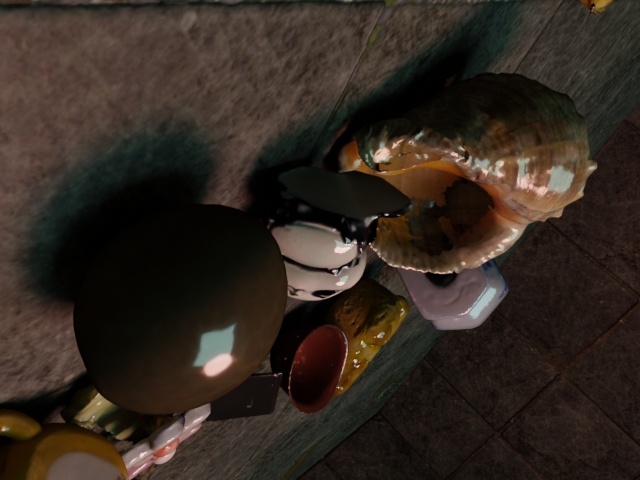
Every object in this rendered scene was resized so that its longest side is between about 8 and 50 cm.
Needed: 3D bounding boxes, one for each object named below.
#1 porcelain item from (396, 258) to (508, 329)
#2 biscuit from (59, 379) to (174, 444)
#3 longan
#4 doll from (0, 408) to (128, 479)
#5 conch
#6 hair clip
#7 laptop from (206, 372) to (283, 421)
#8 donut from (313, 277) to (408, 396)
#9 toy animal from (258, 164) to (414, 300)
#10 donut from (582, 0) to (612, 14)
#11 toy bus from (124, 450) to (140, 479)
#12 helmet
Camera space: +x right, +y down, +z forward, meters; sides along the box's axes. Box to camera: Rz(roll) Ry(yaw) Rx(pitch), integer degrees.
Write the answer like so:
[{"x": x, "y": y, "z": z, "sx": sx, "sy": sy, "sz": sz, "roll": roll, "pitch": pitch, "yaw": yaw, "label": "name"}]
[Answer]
[{"x": 0.283, "y": 0.068, "z": 1.399, "sx": 0.178, "sy": 0.242, "sz": 0.405, "roll": -30, "pitch": 167, "yaw": 15, "label": "porcelain item"}, {"x": -0.230, "y": 0.197, "z": 0.903, "sx": 0.187, "sy": 0.036, "sz": 0.273, "roll": -39, "pitch": 160, "yaw": -15, "label": "biscuit"}, {"x": -0.130, "y": 0.062, "z": 0.609, "sx": 0.212, "sy": 0.198, "sz": 0.198, "roll": -36, "pitch": 166, "yaw": 25, "label": "longan"}, {"x": -0.335, "y": 0.318, "z": 0.741, "sx": 0.269, "sy": 0.162, "sz": 0.167, "roll": -55, "pitch": 166, "yaw": 23, "label": "doll"}, {"x": 0.182, "y": -0.101, "z": 0.913, "sx": 0.210, "sy": 0.352, "sz": 0.297, "roll": -97, "pitch": -157, "yaw": -55, "label": "conch"}, {"x": -0.225, "y": 0.273, "z": 0.916, "sx": 0.146, "sy": 0.075, "sz": 0.257, "roll": -39, "pitch": 165, "yaw": -29, "label": "hair clip"}, {"x": -0.141, "y": 0.283, "z": 1.188, "sx": 0.135, "sy": 0.016, "sz": 0.197, "roll": -3, "pitch": 147, "yaw": -10, "label": "laptop"}, {"x": 0.067, "y": 0.193, "z": 1.352, "sx": 0.261, "sy": 0.128, "sz": 0.208, "roll": -56, "pitch": 167, "yaw": 27, "label": "donut"}, {"x": 0.000, "y": 0.000, "z": 0.788, "sx": 0.138, "sy": 0.166, "sz": 0.179, "roll": -71, "pitch": -176, "yaw": -45, "label": "toy animal"}, {"x": 0.428, "y": -0.411, "z": 0.960, "sx": 0.146, "sy": 0.078, "sz": 0.181, "roll": -45, "pitch": 167, "yaw": 1, "label": "donut"}, {"x": -0.342, "y": 0.445, "z": 1.083, "sx": 0.139, "sy": 0.113, "sz": 0.301, "roll": -36, "pitch": 156, "yaw": -25, "label": "toy bus"}, {"x": -0.034, "y": 0.225, "z": 1.226, "sx": 0.155, "sy": 0.106, "sz": 0.175, "roll": -29, "pitch": 120, "yaw": -38, "label": "helmet"}]
